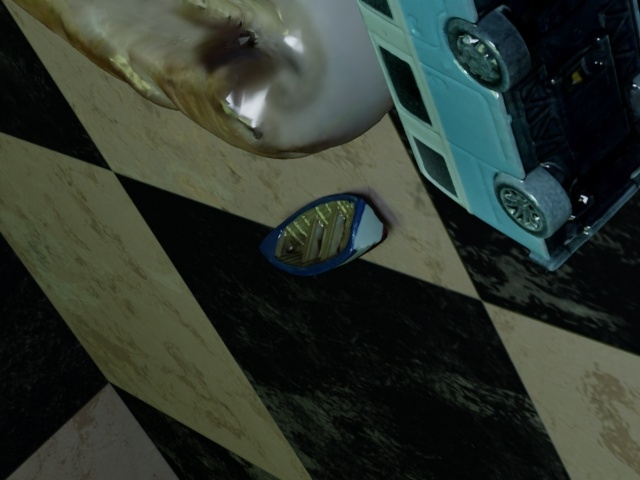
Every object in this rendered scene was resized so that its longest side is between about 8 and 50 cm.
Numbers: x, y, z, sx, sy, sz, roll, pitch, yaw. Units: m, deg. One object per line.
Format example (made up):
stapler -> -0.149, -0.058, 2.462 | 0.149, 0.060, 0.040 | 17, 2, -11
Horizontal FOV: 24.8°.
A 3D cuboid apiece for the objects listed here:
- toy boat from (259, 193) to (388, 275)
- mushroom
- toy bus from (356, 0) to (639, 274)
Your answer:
toy boat -> 0.000, 0.000, 1.420 | 0.045, 0.080, 0.229 | 16, 167, -21
mushroom -> -0.124, -0.240, 1.076 | 0.313, 0.224, 0.397 | 42, 171, -31
toy bus -> 0.106, -0.132, 0.890 | 0.164, 0.133, 0.271 | 33, 158, 40
